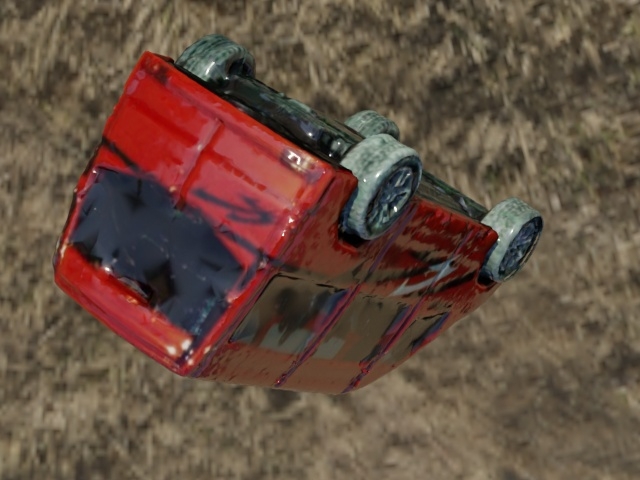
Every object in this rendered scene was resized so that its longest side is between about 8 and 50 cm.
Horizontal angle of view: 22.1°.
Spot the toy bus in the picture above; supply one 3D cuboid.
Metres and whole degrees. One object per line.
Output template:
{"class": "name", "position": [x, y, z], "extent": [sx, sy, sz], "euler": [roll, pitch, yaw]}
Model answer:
{"class": "toy bus", "position": [0.000, 0.000, 0.543], "extent": [0.089, 0.081, 0.195], "euler": [-60, 156, 7]}
